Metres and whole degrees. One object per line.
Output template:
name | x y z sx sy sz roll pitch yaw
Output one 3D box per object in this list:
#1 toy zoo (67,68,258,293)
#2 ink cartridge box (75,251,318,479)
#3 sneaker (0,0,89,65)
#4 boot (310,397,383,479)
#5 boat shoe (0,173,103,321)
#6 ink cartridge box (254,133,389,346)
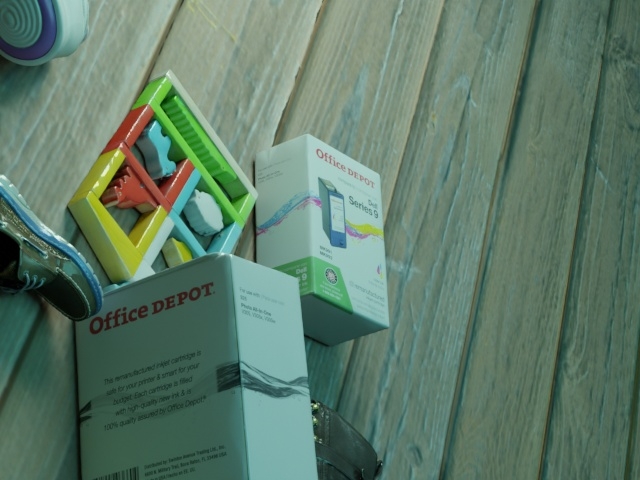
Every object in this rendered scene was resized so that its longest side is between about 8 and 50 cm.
toy zoo | -0.172 -0.031 1.760 0.192 0.030 0.293 55 35 -24
ink cartridge box | -0.120 0.181 1.560 0.121 0.211 0.289 21 58 -50
sneaker | -0.317 -0.325 1.643 0.152 0.114 0.305 -28 102 -72
boot | -0.023 0.271 1.800 0.263 0.091 0.229 41 34 -34
boat shoe | -0.285 0.018 1.541 0.183 0.066 0.066 48 43 -17
ink cartridge box | 0.000 0.000 1.949 0.154 0.093 0.212 28 50 -47
